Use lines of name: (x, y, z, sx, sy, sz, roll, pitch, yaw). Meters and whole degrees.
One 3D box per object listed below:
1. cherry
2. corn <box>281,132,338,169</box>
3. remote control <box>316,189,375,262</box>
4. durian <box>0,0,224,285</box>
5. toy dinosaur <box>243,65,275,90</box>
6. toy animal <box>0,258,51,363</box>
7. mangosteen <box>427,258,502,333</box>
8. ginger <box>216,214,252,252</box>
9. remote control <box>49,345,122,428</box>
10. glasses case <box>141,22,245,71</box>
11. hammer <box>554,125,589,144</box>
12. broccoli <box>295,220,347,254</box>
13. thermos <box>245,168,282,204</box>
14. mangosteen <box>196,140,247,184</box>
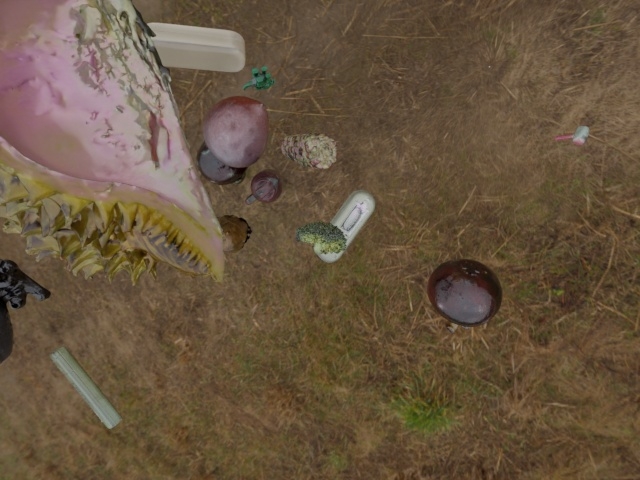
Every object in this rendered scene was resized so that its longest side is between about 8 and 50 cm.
cherry: (-0.286, -0.372, 1.381, 0.239, 0.206, 0.239, 48, 150, 40)
corn: (-0.036, -0.249, 1.121, 0.092, 0.280, 0.092, -6, 107, -21)
remote control: (0.067, -0.037, 1.085, 0.078, 0.042, 0.221, 37, 87, -22)
durian: (-0.235, -0.068, 0.365, 0.195, 0.185, 0.305, -13, 112, 35)
toy dinosaur: (-0.223, -0.580, 1.496, 0.059, 0.132, 0.096, 62, 165, 9)
toy animal: (-0.533, 0.131, 0.625, 0.117, 0.210, 0.121, 4, 144, -2)
mangosteen: (0.463, 0.195, 1.327, 0.235, 0.235, 0.261, 13, 122, 17)
ginger: (-0.287, -0.021, 1.156, 0.309, 0.133, 0.107, 8, 107, 56)
remote control: (-0.567, 0.356, 0.989, 0.098, 0.038, 0.233, -27, 99, 50)
glasses case: (-0.247, -0.379, 0.807, 0.196, 0.083, 0.050, 2, 79, -11)
hammer: (0.658, -0.274, 1.076, 0.031, 0.052, 0.083, 39, 163, -31)
broccoli: (0.000, 0.000, 0.910, 0.095, 0.097, 0.092, 46, 137, 32)
thermos: (-0.204, -0.194, 1.466, 0.136, 0.330, 0.110, -7, 102, -4)
mangosteen: (-0.366, -0.304, 1.575, 0.216, 0.216, 0.216, 8, 114, 19)
